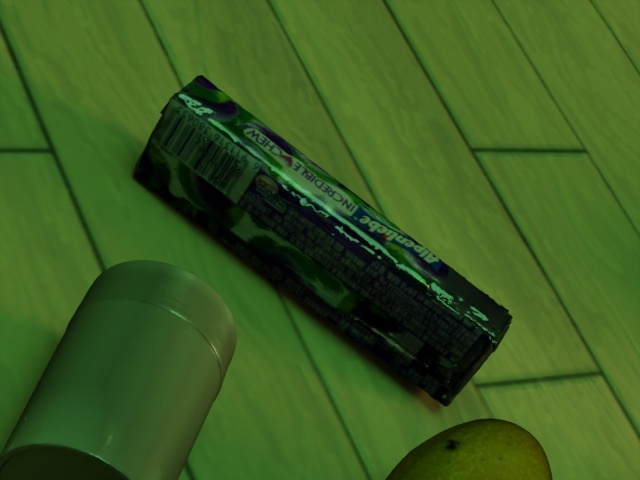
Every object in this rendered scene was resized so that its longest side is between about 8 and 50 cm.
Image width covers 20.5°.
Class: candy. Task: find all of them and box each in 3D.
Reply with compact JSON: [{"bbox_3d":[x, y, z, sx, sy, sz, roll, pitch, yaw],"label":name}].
[{"bbox_3d":[0.000,0.000,1.360,0.312,0.088,0.061,38,35,4],"label":"candy"}]

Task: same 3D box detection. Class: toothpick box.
[{"bbox_3d":[-0.129,0.107,1.146,0.111,0.111,0.181,30,41,-7],"label":"toothpick box"}]

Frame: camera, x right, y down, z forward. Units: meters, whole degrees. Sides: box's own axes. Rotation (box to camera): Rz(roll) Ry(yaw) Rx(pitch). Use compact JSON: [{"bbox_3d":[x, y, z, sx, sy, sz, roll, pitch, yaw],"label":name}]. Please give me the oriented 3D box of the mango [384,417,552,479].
[{"bbox_3d":[0.103,0.251,1.161,0.177,0.120,0.295,10,43,-16],"label":"mango"}]
